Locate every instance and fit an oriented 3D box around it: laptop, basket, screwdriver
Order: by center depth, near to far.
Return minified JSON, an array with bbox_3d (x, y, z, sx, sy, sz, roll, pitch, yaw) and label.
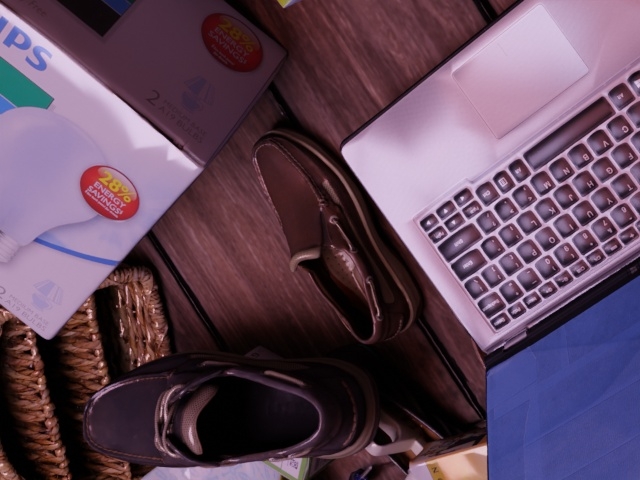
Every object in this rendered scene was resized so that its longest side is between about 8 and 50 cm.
[{"bbox_3d":[0.211,0.004,1.413,0.382,0.236,0.408,-37,87,33],"label":"laptop"},{"bbox_3d":[0.049,0.262,1.791,0.025,0.024,0.170,65,170,6],"label":"screwdriver"},{"bbox_3d":[-0.319,0.183,1.970,0.223,0.213,0.299,9,117,36],"label":"basket"}]

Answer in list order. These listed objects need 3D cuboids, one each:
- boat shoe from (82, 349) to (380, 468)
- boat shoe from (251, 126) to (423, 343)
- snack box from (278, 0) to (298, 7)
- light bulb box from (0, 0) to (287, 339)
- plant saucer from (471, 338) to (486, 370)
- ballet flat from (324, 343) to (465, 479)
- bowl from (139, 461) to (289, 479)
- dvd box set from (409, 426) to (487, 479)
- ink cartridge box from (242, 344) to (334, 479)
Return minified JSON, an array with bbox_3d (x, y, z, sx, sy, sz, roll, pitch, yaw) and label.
[{"bbox_3d":[-0.115,0.177,1.725,0.355,0.130,0.132,-9,83,27],"label":"boat shoe"},{"bbox_3d":[0.005,-0.004,1.703,0.257,0.095,0.095,51,133,6],"label":"boat shoe"},{"bbox_3d":[-0.031,-0.360,1.570,0.207,0.070,0.174,55,133,4],"label":"snack box"},{"bbox_3d":[-0.296,-0.149,1.722,0.358,0.225,0.361,39,133,-7],"label":"light bulb box"},{"bbox_3d":[0.239,0.089,1.606,0.198,0.036,0.199,17,122,30],"label":"plant saucer"},{"bbox_3d":[0.098,0.226,1.745,0.280,0.096,0.095,38,128,17],"label":"ballet flat"},{"bbox_3d":[-0.123,0.377,1.896,0.289,0.289,0.156,-13,123,41],"label":"bowl"},{"bbox_3d":[0.320,0.288,1.545,0.420,0.062,0.308,-21,97,36],"label":"dvd box set"},{"bbox_3d":[-0.067,0.184,1.844,0.209,0.109,0.062,28,126,25],"label":"ink cartridge box"}]
